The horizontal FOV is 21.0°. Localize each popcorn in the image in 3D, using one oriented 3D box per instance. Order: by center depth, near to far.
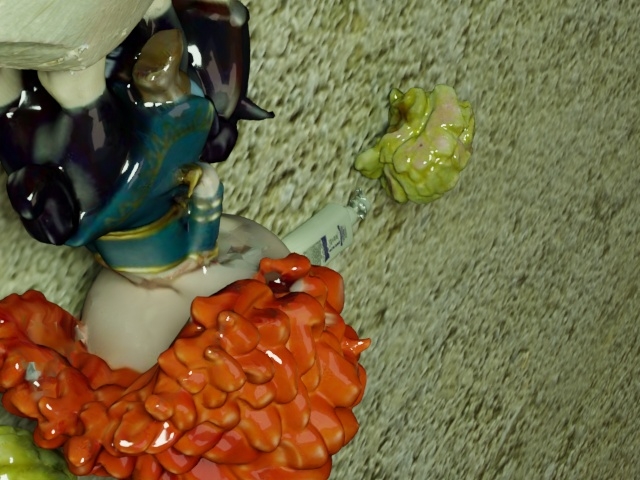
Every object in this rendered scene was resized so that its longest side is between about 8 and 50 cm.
[{"bbox_3d":[-0.213,0.184,1.149,0.116,0.121,0.106,-39,180,-9],"label":"popcorn"},{"bbox_3d":[0.088,-0.083,1.508,0.089,0.109,0.097,42,26,-25],"label":"popcorn"}]

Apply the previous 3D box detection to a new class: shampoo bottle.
[{"bbox_3d":[0.000,0.000,1.460,0.141,0.034,0.049,-39,128,-44],"label":"shampoo bottle"}]

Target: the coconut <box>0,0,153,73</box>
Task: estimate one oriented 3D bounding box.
[{"bbox_3d":[-0.169,-0.192,0.906,0.224,0.234,0.224,-32,133,-41],"label":"coconut"}]

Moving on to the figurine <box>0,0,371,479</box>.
[{"bbox_3d":[-0.106,-0.007,1.136,0.306,0.241,0.412,-58,137,-75],"label":"figurine"}]
